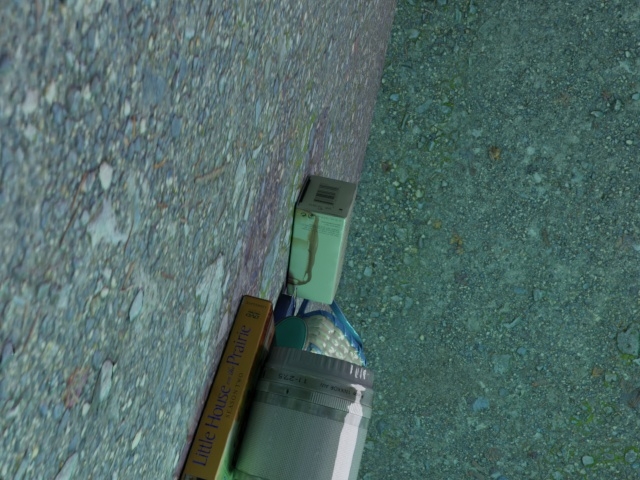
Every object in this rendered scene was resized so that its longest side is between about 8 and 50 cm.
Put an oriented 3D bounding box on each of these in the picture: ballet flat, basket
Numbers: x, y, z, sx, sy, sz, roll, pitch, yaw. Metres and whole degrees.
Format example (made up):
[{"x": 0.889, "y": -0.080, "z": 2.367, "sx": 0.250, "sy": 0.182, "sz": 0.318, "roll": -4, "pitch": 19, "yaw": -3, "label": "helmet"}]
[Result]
[{"x": -0.118, "y": 0.316, "z": 1.606, "sx": 0.106, "sy": 0.108, "sz": 0.316, "roll": 102, "pitch": 14, "yaw": -61, "label": "ballet flat"}, {"x": 0.007, "y": 0.281, "z": 1.941, "sx": 0.254, "sy": 0.201, "sz": 0.289, "roll": 56, "pitch": 39, "yaw": -16, "label": "basket"}]

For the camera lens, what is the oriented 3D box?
[{"x": -0.027, "y": 0.352, "z": 1.304, "sx": 0.219, "sy": 0.220, "sz": 0.274, "roll": 83, "pitch": 21, "yaw": -74, "label": "camera lens"}]

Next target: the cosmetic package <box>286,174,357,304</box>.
[{"x": 0.000, "y": 0.000, "z": 1.814, "sx": 0.153, "sy": 0.129, "sz": 0.296, "roll": -72, "pitch": 172, "yaw": -50, "label": "cosmetic package"}]

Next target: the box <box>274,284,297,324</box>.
[{"x": -0.105, "y": 0.231, "z": 1.788, "sx": 0.136, "sy": 0.037, "sz": 0.225, "roll": 96, "pitch": 11, "yaw": -55, "label": "box"}]

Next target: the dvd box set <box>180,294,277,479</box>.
[{"x": -0.169, "y": 0.352, "z": 1.336, "sx": 0.307, "sy": 0.062, "sz": 0.420, "roll": 92, "pitch": 13, "yaw": -60, "label": "dvd box set"}]
